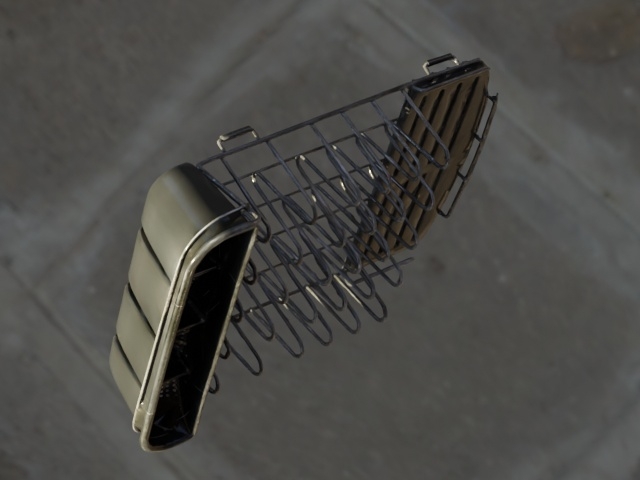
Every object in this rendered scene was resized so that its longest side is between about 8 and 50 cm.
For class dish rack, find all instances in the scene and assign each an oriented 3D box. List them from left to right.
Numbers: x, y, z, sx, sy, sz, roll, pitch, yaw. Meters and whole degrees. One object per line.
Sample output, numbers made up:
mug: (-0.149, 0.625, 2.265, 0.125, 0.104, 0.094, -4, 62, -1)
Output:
dish rack: (0.000, 0.000, 1.130, 0.271, 0.208, 0.074, -23, 61, -31)
